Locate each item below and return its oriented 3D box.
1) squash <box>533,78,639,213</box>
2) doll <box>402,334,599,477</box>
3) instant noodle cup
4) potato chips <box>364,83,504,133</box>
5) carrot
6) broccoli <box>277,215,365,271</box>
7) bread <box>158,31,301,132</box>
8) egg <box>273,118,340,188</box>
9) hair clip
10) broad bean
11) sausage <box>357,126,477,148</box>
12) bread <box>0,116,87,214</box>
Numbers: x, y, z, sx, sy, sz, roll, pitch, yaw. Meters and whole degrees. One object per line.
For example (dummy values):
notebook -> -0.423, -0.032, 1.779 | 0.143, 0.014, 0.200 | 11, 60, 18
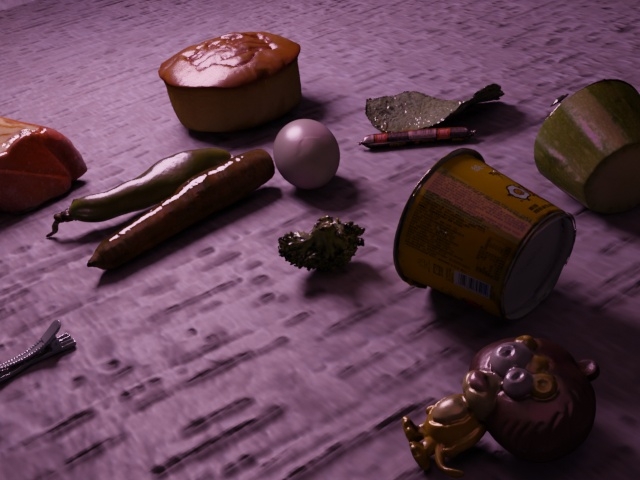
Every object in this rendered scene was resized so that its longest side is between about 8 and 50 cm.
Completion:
squash -> 0.381, -0.120, 1.148 | 0.170, 0.170, 0.123 | -13, 44, -6
doll -> 0.174, 0.161, 0.807 | 0.188, 0.096, 0.145 | -33, 29, -17
instant noodle cup -> 0.196, 0.002, 0.992 | 0.182, 0.182, 0.144 | -33, 47, -33
potato chips -> 0.196, -0.235, 1.480 | 0.228, 0.059, 0.167 | -2, 25, 22
carrot -> -0.209, -0.047, 1.284 | 0.342, 0.070, 0.070 | -34, 38, -29
broccoli -> 0.000, 0.000, 1.120 | 0.097, 0.092, 0.095 | 26, 57, 20
bread -> -0.163, -0.305, 1.608 | 0.269, 0.148, 0.270 | -8, 31, 5
egg -> -0.021, -0.134, 1.330 | 0.103, 0.103, 0.135 | -15, 32, -8
hair clip -> -0.362, 0.137, 1.050 | 0.115, 0.039, 0.030 | -31, 32, -28
broad bean -> -0.281, -0.083, 1.357 | 0.325, 0.067, 0.075 | -23, 25, -23
sausage -> 0.159, -0.170, 1.413 | 0.198, 0.025, 0.028 | -5, 51, 10
bread -> -0.554, -0.136, 1.472 | 0.244, 0.123, 0.190 | 11, 38, 32
